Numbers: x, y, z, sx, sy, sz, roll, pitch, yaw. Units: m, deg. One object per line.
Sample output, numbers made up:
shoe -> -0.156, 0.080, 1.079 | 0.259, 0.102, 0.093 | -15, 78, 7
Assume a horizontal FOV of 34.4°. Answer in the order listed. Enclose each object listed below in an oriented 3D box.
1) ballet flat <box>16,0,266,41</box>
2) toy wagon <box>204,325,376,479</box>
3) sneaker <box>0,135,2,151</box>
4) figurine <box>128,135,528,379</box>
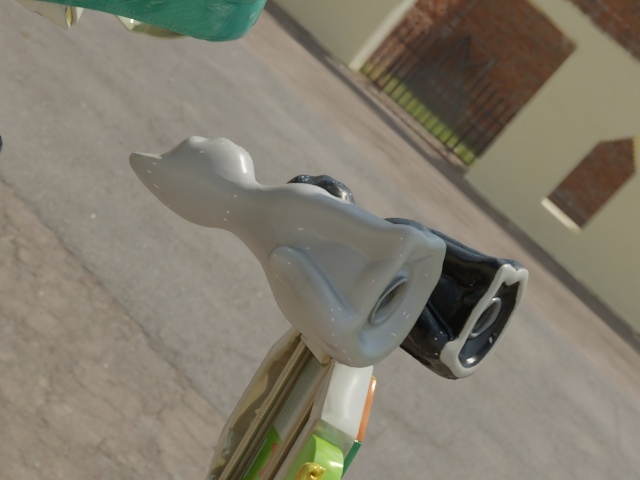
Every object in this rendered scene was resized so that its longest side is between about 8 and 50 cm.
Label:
ballet flat -> -0.158, -0.183, 0.730 | 0.247, 0.087, 0.083 | 12, 49, 6
toy wagon -> -0.034, 0.194, 0.960 | 0.068, 0.267, 0.344 | 30, 1, -15
sneaker -> -0.285, 0.018, 0.707 | 0.104, 0.262, 0.125 | 38, 29, 6
figurine -> 0.000, 0.000, 0.682 | 0.209, 0.092, 0.215 | 32, 8, 32
